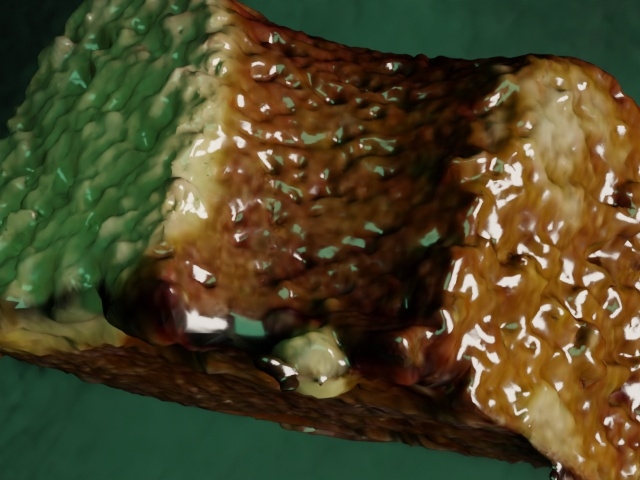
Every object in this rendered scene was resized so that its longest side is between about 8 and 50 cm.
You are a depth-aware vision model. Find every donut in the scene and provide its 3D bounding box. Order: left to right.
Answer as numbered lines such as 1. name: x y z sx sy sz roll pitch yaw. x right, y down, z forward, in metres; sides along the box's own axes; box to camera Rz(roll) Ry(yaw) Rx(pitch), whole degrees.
1. donut: -0.006 0.000 0.437 0.186 0.144 0.126 7 76 38
